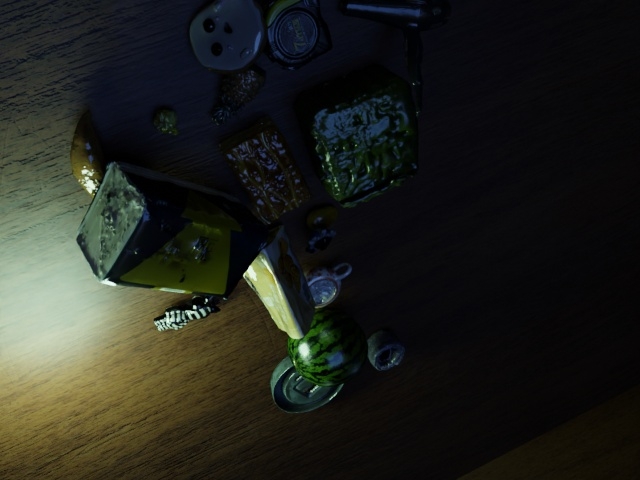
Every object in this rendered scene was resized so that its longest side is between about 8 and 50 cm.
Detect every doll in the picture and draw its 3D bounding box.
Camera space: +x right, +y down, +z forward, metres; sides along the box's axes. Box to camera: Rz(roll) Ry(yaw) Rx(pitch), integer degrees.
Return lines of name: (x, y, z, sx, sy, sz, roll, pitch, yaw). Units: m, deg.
doll: (-0.430, 0.233, 1.803, 0.219, 0.067, 0.091, -20, 131, -5)
doll: (0.000, 0.000, 1.790, 0.095, 0.070, 0.195, -21, 168, -14)

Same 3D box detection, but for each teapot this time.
teapot: (0.002, 0.154, 1.922, 0.245, 0.116, 0.159, -41, 115, 9)

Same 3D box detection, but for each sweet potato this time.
sweet potato: (-0.578, -0.160, 1.455, 0.106, 0.095, 0.355, -40, 137, -30)

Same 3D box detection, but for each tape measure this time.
tape measure: (-0.078, -0.545, 1.420, 0.186, 0.112, 0.199, -30, 124, -13)

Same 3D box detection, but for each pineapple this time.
pineapple: (-0.228, -0.386, 1.467, 0.108, 0.108, 0.198, 22, 123, -34)

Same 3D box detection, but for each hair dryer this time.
hair dryer: (0.216, -0.509, 1.485, 0.303, 0.120, 0.360, -4, 83, -17)

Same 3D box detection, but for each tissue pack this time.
tissue pack: (-0.389, -0.018, 1.479, 0.416, 0.253, 0.264, 17, 112, -49)

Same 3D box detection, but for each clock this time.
clock: (-0.049, 0.551, 2.192, 0.312, 0.061, 0.313, -12, 126, -17)

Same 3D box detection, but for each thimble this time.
thimble: (0.259, 0.441, 2.238, 0.150, 0.098, 0.150, -11, 125, -17)

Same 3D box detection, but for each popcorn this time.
popcorn: (-0.402, -0.308, 1.459, 0.068, 0.060, 0.083, -34, 137, 0)

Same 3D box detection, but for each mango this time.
mango: (0.007, -0.074, 1.807, 0.114, 0.057, 0.079, -28, 126, -15)

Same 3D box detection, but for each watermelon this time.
watermelon: (0.023, 0.372, 1.965, 0.285, 0.285, 0.285, -12, 126, -17)

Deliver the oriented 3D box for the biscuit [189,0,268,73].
biscuit: (-0.228, -0.503, 1.351, 0.208, 0.049, 0.181, -29, 96, 17)

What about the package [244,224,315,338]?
package: (-0.151, 0.141, 1.755, 0.164, 0.221, 0.311, -19, 108, 15)

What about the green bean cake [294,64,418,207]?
green bean cake: (0.114, -0.301, 1.603, 0.334, 0.218, 0.319, -28, 129, -8)

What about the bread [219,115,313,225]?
bread: (-0.154, -0.201, 1.613, 0.184, 0.114, 0.275, -30, 127, -4)
